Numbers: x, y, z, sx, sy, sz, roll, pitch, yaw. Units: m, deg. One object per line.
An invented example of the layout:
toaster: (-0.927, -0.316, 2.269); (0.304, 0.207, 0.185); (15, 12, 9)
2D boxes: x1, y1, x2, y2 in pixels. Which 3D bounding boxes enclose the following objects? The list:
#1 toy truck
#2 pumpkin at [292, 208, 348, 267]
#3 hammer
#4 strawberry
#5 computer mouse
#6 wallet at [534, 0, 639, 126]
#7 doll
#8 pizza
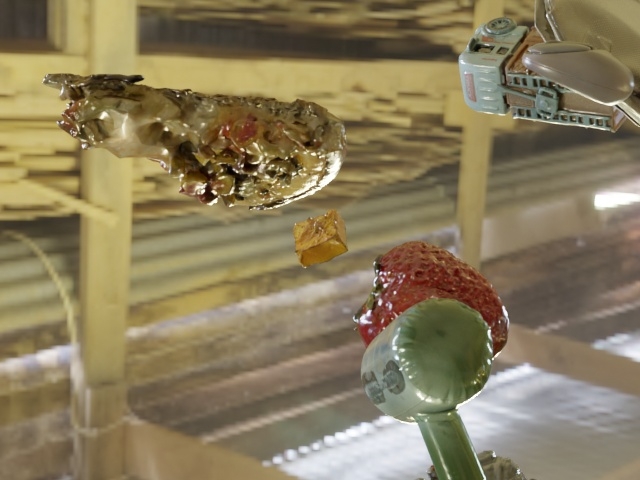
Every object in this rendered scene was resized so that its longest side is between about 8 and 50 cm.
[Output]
toy truck: (0.381, -0.274, 2.067); (0.305, 0.136, 0.162); (12, -137, 32)
pumpkin: (0.000, 0.000, 1.879); (0.083, 0.054, 0.074); (-20, -138, 16)
hammer: (0.154, 0.234, 1.327); (0.119, 0.335, 0.206); (-19, 169, -14)
strawberry: (0.218, 0.145, 2.310); (0.277, 0.257, 0.257); (24, -162, 23)
computer mouse: (0.220, -0.148, 1.036); (0.096, 0.039, 0.066); (27, -161, 11)
wallet: (0.407, -0.260, 1.628); (0.335, 0.068, 0.275); (36, -142, -11)
doll: (0.190, 0.308, 1.517); (0.180, 0.094, 0.079); (-1, 169, -23)
pizza: (-0.095, -0.094, 1.164); (0.288, 0.074, 0.251); (20, 162, -39)
